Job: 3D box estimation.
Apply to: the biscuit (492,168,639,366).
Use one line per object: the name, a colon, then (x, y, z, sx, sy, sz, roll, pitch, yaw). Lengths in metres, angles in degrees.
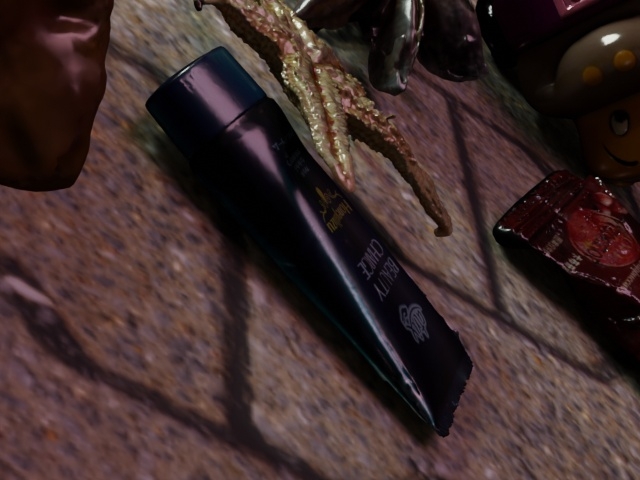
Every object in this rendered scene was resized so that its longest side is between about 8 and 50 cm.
biscuit: (0.252, 0.042, 1.147, 0.235, 0.063, 0.151, 49, 39, -2)

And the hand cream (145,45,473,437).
hand cream: (0.000, 0.000, 0.883, 0.270, 0.061, 0.120, 51, 21, -5)

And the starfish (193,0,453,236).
starfish: (0.010, -0.095, 0.940, 0.231, 0.048, 0.295, 41, 13, -36)

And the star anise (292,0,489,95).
star anise: (0.049, -0.228, 1.178, 0.212, 0.129, 0.283, 13, 50, -36)

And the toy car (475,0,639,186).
toy car: (0.324, -0.196, 1.387, 0.240, 0.271, 0.340, 64, 28, -3)

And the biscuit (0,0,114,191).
biscuit: (-0.216, -0.240, 0.567, 0.342, 0.395, 0.166, 15, 4, -35)
